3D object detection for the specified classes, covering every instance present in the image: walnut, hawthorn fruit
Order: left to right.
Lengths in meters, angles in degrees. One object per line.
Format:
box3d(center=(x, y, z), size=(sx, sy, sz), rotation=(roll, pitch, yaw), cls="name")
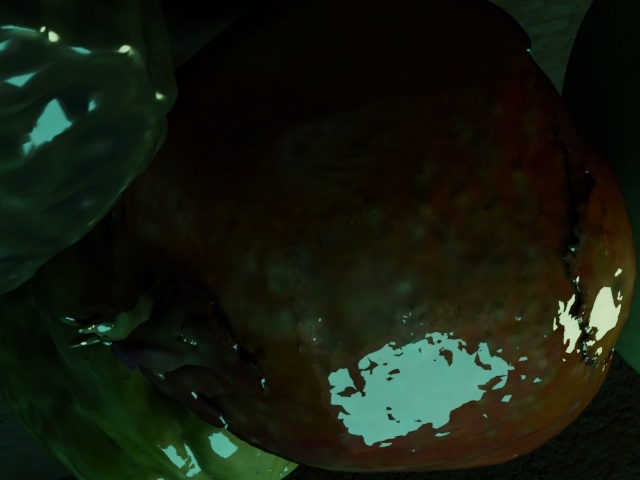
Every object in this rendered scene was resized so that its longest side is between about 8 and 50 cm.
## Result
box3d(center=(-0.105, 0.044, 1.198), size=(0.227, 0.283, 0.283), rotation=(-32, 166, 9), cls="walnut")
box3d(center=(0.000, 0.000, 0.968), size=(0.307, 0.276, 0.276), rotation=(-15, 169, -28), cls="hawthorn fruit")

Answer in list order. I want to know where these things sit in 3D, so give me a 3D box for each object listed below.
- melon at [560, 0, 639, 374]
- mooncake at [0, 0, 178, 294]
box3d(center=(0.259, -0.033, 1.053), size=(0.271, 0.308, 0.272), rotation=(-37, 180, 0), cls="melon")
box3d(center=(-0.154, -0.052, 0.551), size=(0.228, 0.124, 0.228), rotation=(-21, 162, -7), cls="mooncake")
